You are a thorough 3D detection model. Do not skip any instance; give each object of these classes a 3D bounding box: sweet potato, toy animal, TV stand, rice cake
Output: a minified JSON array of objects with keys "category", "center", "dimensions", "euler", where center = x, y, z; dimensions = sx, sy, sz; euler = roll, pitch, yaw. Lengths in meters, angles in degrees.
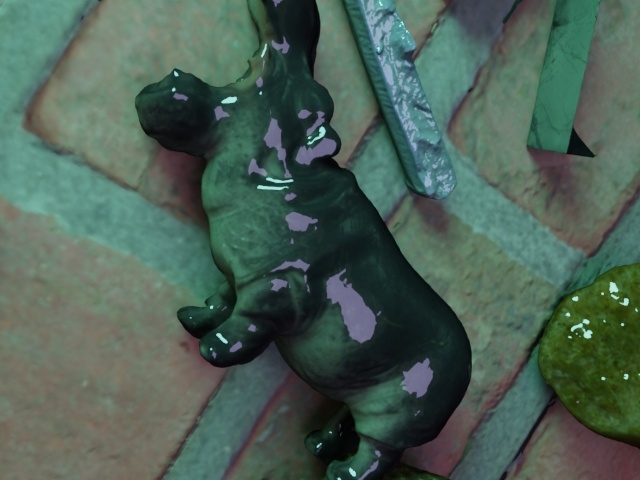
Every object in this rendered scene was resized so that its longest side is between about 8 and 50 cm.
[{"category":"sweet potato","center":[0.363,0.150,0.608],"dimensions":[0.369,0.158,0.158],"euler":[30,91,-16]},{"category":"toy animal","center":[-0.016,0.003,0.456],"dimensions":[0.168,0.106,0.343],"euler":[-29,109,-13]},{"category":"TV stand","center":[0.201,-0.191,0.525],"dimensions":[0.040,0.049,0.256],"euler":[4,101,-24]},{"category":"rice cake","center":[0.052,-0.109,0.488],"dimensions":[0.030,0.042,0.180],"euler":[-30,113,-16]}]

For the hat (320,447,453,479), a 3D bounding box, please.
[{"category":"hat","center":[0.026,0.182,0.544],"dimensions":[0.146,0.067,0.146],"euler":[-18,151,-10]}]
